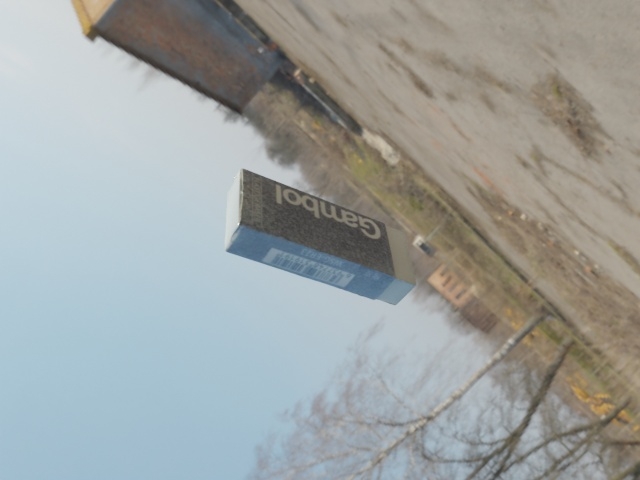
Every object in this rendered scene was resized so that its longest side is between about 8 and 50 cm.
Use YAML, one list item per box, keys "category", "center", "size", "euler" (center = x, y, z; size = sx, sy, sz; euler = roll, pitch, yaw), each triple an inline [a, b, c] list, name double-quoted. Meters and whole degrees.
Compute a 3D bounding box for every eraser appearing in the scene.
- category: "eraser"
  center: [0.000, 0.000, 0.727]
  size: [0.213, 0.046, 0.091]
  euler: [20, -141, -23]
